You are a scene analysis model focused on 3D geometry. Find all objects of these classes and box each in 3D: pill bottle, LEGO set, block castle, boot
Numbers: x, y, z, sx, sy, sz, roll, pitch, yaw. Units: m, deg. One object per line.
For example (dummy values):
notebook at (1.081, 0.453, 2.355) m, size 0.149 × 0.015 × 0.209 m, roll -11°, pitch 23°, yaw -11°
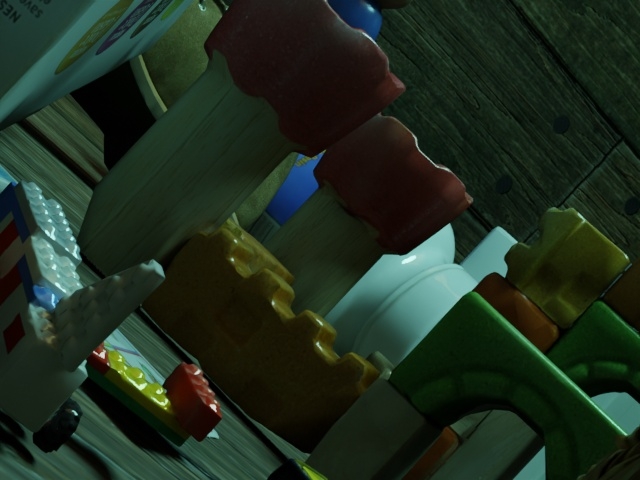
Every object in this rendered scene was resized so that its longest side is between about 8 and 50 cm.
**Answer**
pill bottle at (0.000, 0.000, 1.216) m, size 0.272 × 0.152 × 0.152 m, roll 43°, pitch 0°, yaw 29°
LEGO set at (-0.083, -0.010, 0.450) m, size 0.244 × 0.060 × 0.182 m, roll 44°, pitch 4°, yaw 19°
block castle at (0.128, 0.081, 0.792) m, size 0.453 × 0.213 × 0.303 m, roll 43°, pitch 0°, yaw 18°
boot at (-0.111, -0.136, 1.070) m, size 0.112 × 0.115 × 0.305 m, roll 13°, pitch -41°, yaw 48°

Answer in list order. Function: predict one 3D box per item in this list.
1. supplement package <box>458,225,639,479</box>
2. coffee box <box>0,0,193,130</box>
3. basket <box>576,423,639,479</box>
supplement package at (0.183, 0.156, 1.318) m, size 0.175 × 0.177 × 0.293 m, roll 44°, pitch 1°, yaw 38°
coffee box at (-0.135, -0.292, 0.763) m, size 0.338 × 0.334 × 0.337 m, roll 43°, pitch 15°, yaw -4°
basket at (0.187, 0.120, 0.301) m, size 0.299 × 0.213 × 0.223 m, roll 43°, pitch 9°, yaw 8°
